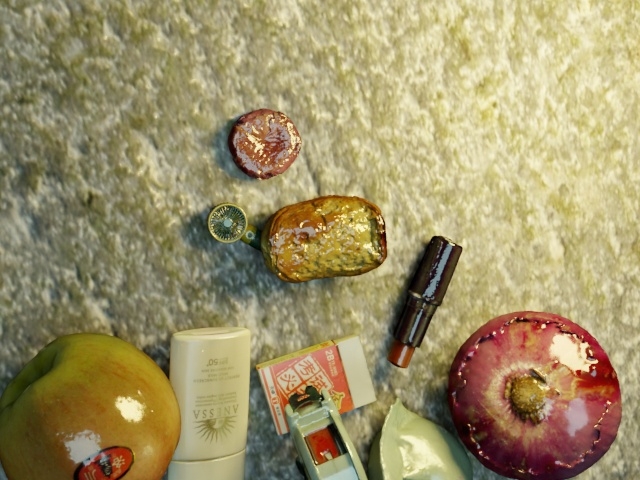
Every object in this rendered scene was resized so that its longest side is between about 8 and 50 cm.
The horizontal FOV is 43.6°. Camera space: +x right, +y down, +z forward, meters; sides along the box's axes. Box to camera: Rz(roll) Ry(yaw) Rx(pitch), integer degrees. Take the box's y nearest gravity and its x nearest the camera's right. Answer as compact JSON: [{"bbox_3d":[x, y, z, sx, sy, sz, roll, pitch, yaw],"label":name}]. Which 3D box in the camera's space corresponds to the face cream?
[{"bbox_3d":[-0.230,0.355,1.646,0.174,0.081,0.348,0,97,-30],"label":"face cream"}]

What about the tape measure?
[{"bbox_3d":[0.015,0.464,1.632,0.125,0.246,0.243,-21,128,-6],"label":"tape measure"}]

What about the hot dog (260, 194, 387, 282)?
[{"bbox_3d":[0.001,-0.001,1.647,0.259,0.114,0.175,-7,103,-10],"label":"hot dog"}]

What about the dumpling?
[{"bbox_3d":[0.207,0.537,1.725,0.321,0.212,0.270,36,51,-1],"label":"dumpling"}]

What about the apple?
[{"bbox_3d":[-0.431,0.337,1.475,0.338,0.338,0.305,-32,105,-7],"label":"apple"}]

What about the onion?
[{"bbox_3d":[0.445,0.327,1.712,0.358,0.345,0.358,0,90,-1],"label":"onion"}]

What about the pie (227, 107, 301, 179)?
[{"bbox_3d":[-0.113,-0.197,1.629,0.154,0.038,0.153,-2,96,-15],"label":"pie"}]

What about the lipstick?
[{"bbox_3d":[0.219,0.134,1.728,0.081,0.081,0.299,23,91,-15],"label":"lipstick"}]

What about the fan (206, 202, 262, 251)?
[{"bbox_3d":[-0.161,-0.019,1.641,0.155,0.039,0.082,30,89,-16],"label":"fan"}]

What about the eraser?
[{"bbox_3d":[-0.007,0.307,1.719,0.230,0.038,0.157,-18,101,-10],"label":"eraser"}]
